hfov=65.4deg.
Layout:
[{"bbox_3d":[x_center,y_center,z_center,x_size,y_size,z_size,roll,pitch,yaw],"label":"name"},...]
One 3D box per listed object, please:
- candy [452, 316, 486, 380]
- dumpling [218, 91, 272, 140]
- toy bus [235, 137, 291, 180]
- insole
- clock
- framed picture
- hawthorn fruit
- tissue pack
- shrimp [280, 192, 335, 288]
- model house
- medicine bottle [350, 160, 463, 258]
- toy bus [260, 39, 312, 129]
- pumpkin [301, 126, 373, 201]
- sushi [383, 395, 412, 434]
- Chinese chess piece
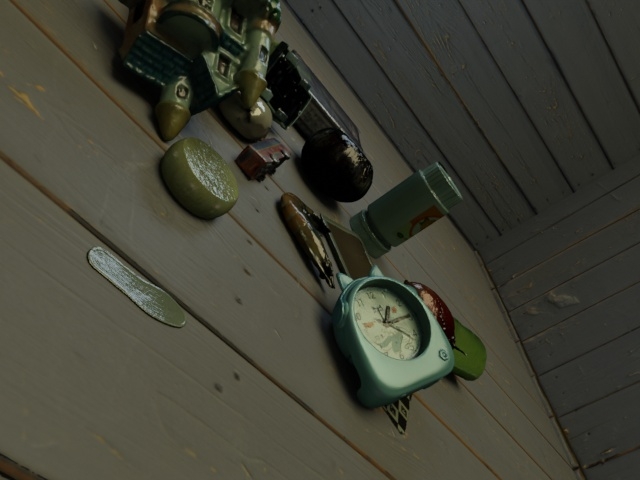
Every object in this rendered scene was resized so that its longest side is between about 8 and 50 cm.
[{"bbox_3d":[0.357,0.297,1.431,0.343,0.132,0.142,37,70,-38],"label":"candy"},{"bbox_3d":[-0.183,-0.313,1.182,0.150,0.092,0.176,48,20,21],"label":"dumpling"},{"bbox_3d":[-0.127,-0.192,1.149,0.077,0.065,0.192,47,20,-4],"label":"toy bus"},{"bbox_3d":[-0.224,0.060,0.619,0.153,0.002,0.053,47,22,-24],"label":"insole"},{"bbox_3d":[0.128,0.179,1.008,0.223,0.094,0.274,-7,59,-35],"label":"clock"},{"bbox_3d":[0.103,0.079,1.323,0.231,0.018,0.293,26,35,-54],"label":"framed picture"},{"bbox_3d":[0.238,0.206,1.168,0.235,0.181,0.181,40,18,10],"label":"hawthorn fruit"},{"bbox_3d":[-0.010,-0.439,1.711,0.394,0.124,0.288,47,22,-23],"label":"tissue pack"},{"bbox_3d":[0.000,0.000,1.162,0.262,0.051,0.198,60,19,19],"label":"shrimp"},{"bbox_3d":[-0.224,-0.332,0.901,0.267,0.194,0.325,26,62,-44],"label":"model house"},{"bbox_3d":[0.259,-0.092,1.506,0.158,0.318,0.158,45,23,-25],"label":"medicine bottle"},{"bbox_3d":[-0.133,-0.417,1.291,0.164,0.134,0.276,38,-2,15],"label":"toy bus"},{"bbox_3d":[0.051,-0.215,1.445,0.233,0.163,0.233,47,13,-15],"label":"pumpkin"},{"bbox_3d":[0.149,0.281,1.079,0.210,0.040,0.193,55,20,-1],"label":"sushi"},{"bbox_3d":[-0.203,-0.105,0.847,0.144,0.058,0.144,47,22,-27],"label":"Chinese chess piece"}]
